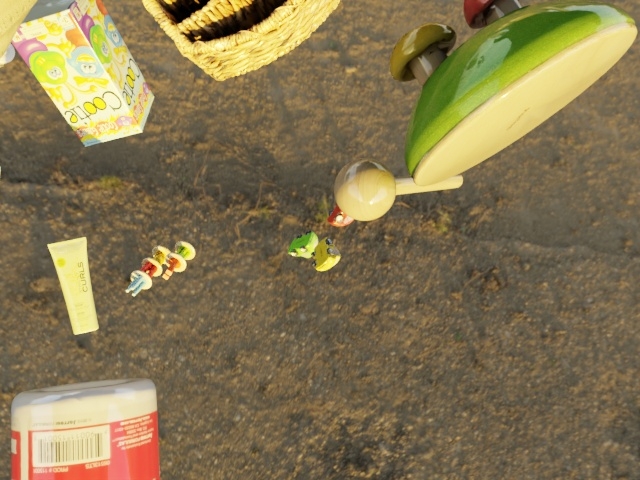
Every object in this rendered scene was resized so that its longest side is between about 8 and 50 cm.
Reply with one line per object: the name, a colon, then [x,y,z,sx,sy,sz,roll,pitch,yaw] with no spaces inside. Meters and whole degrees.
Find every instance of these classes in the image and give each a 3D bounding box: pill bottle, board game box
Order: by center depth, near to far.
pill bottle: [-0.380,0.445,0.938,0.229,0.229,0.407,-2,81,-15]
board game box: [-0.479,-0.355,1.171,0.144,0.275,0.142,-12,45,10]
pill bottle: [-0.891,-0.512,1.569,0.067,0.120,0.067,-5,97,-42]

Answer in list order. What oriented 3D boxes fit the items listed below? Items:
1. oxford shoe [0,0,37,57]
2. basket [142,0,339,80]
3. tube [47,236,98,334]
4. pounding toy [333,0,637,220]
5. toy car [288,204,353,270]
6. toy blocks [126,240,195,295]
oxford shoe: [-0.316,-0.151,0.430,0.140,0.146,0.397,32,67,7]
basket: [-0.129,-0.423,0.902,0.299,0.223,0.213,-32,69,8]
tube: [-0.626,0.117,1.461,0.070,0.062,0.240,-12,91,-55]
pounding toy: [0.108,-0.125,0.452,0.183,0.237,0.110,-22,77,-40]
toy car: [0.000,0.000,1.480,0.053,0.225,0.239,37,57,-24]
toy blocks: [-0.371,0.068,1.315,0.123,0.054,0.148,-10,30,25]
